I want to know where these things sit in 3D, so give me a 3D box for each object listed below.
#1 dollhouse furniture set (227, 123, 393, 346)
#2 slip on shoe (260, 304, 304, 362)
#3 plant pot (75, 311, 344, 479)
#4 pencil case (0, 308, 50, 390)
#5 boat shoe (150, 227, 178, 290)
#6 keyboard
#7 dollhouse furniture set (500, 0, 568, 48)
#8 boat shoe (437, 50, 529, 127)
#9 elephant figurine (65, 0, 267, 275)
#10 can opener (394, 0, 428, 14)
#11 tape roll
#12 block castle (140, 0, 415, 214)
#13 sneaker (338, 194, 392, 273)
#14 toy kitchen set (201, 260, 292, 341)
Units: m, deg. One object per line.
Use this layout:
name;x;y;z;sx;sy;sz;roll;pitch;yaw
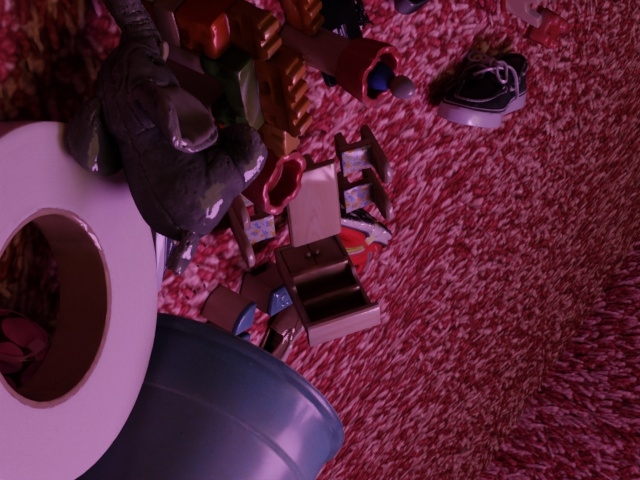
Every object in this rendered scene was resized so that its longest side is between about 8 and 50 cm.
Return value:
dollhouse furniture set;0.000;0.000;1.870;0.212;0.161;0.242;-18;139;-10
slip on shoe;-0.059;0.136;2.137;0.041;0.051;0.135;9;112;-52
plant pot;-0.191;0.318;1.637;0.341;0.341;0.334;78;33;-54
pencil case;-0.361;0.187;1.550;0.095;0.098;0.209;-25;135;-52
boat shoe;-0.197;-0.006;1.709;0.083;0.065;0.183;-25;135;-51
keyboard;0.025;-0.300;1.900;0.100;0.038;0.192;-33;150;-7
dollhouse furniture set;0.410;-0.480;2.308;0.374;0.152;0.201;-46;150;-23
boat shoe;0.290;-0.265;2.330;0.306;0.113;0.105;-25;129;-57
elephant figurine;-0.183;-0.125;1.433;0.169;0.186;0.239;-41;127;-3
can opener;0.197;-0.414;2.077;0.280;0.074;0.093;-29;173;-48
tape roll;-0.305;0.068;1.416;0.392;0.072;0.392;-11;103;-61
block castle;-0.041;-0.268;1.580;0.303;0.213;0.453;-49;152;-26
sneaker;0.024;-0.001;2.099;0.118;0.107;0.279;-55;153;5
toy kitchen set;-0.089;0.163;2.012;0.166;0.122;0.207;-28;138;-51
